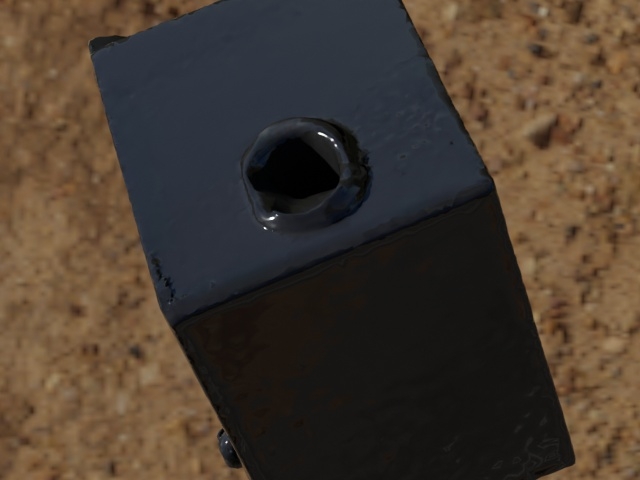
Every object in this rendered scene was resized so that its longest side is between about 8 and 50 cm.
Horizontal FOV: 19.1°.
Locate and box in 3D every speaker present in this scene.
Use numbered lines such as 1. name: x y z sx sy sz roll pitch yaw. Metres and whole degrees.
1. speaker: 0.000 0.000 1.036 0.184 0.232 0.254 -22 44 1
